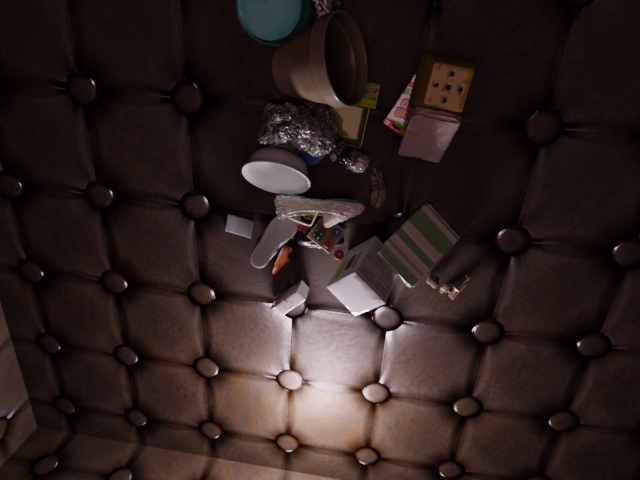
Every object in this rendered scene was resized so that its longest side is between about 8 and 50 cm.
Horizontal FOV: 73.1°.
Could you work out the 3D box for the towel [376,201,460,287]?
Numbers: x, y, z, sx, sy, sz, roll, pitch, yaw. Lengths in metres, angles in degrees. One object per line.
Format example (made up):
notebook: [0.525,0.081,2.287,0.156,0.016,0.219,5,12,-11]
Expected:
towel: [0.438,0.020,1.924,0.325,0.038,0.248,-46,102,-4]

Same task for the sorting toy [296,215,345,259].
sorting toy: [0.022,-0.039,1.986,0.274,0.046,0.132,38,78,3]

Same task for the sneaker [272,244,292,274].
sneaker: [-0.190,0.103,2.123,0.067,0.064,0.175,22,119,-12]

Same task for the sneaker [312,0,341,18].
sneaker: [0.039,-0.868,1.641,0.106,0.078,0.234,-15,109,18]

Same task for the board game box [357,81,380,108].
board game box: [0.144,-0.596,1.737,0.181,0.092,0.043,12,160,3]

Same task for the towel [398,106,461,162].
towel: [0.425,-0.410,1.716,0.187,0.049,0.282,13,155,3]

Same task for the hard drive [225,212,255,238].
hard drive: [-0.389,-0.072,2.097,0.135,0.022,0.094,16,115,1]

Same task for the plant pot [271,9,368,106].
plant pot: [-0.016,-0.648,1.609,0.280,0.323,0.323,3,117,34]

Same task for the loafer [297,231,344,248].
loafer: [0.000,0.000,2.047,0.223,0.076,0.078,2,154,-1]

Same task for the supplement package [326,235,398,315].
supplement package: [0.201,0.158,1.944,0.198,0.263,0.199,46,134,-12]

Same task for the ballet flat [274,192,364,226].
ballet flat: [-0.009,-0.124,1.936,0.408,0.147,0.147,7,115,8]

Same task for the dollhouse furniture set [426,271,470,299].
dollhouse furniture set: [0.595,0.175,1.999,0.151,0.144,0.123,38,110,7]

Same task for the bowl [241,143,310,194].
bowl: [-0.178,-0.320,1.855,0.297,0.298,0.134,9,73,5]

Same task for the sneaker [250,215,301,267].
sneaker: [-0.222,-0.016,2.050,0.126,0.127,0.321,42,89,-10]

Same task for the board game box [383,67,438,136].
board game box: [0.374,-0.555,1.753,0.124,0.039,0.259,31,117,-6]

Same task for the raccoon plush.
raccoon plush: [-0.023,-0.406,1.680,0.446,0.299,0.216,25,117,10]

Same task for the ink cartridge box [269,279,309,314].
ink cartridge box: [-0.156,0.296,2.174,0.198,0.115,0.067,-35,105,22]

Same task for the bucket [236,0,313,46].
bucket: [-0.172,-0.874,1.613,0.280,0.183,0.281,3,113,8]

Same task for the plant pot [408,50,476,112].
plant pot: [0.461,-0.577,1.609,0.212,0.187,0.212,12,113,2]

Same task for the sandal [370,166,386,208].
sandal: [0.253,-0.233,1.912,0.072,0.049,0.180,-6,98,6]

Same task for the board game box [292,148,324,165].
board game box: [-0.054,-0.413,1.886,0.133,0.033,0.169,-39,96,24]

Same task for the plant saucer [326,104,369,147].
plant saucer: [0.100,-0.501,1.813,0.188,0.045,0.189,13,116,3]
